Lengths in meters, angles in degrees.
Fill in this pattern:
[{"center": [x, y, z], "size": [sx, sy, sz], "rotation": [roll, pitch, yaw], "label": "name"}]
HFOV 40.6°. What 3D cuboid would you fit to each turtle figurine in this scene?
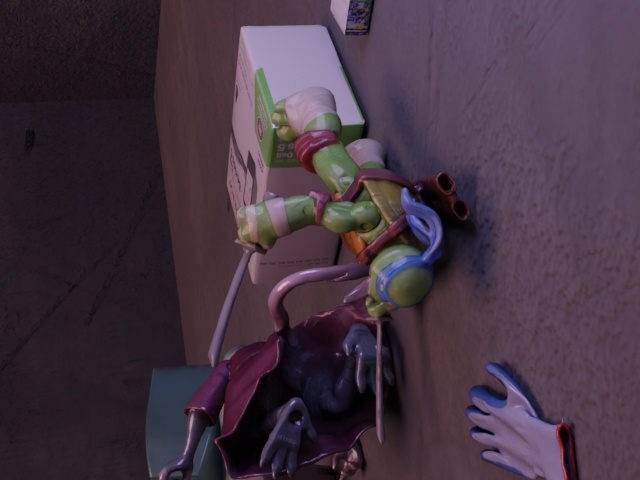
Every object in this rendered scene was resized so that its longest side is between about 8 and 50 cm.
[{"center": [0.000, 0.000, 0.819], "size": [0.266, 0.197, 0.275], "rotation": [-101, 26, -48], "label": "turtle figurine"}]

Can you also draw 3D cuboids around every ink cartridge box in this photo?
[{"center": [0.038, -0.286, 0.929], "size": [0.063, 0.029, 0.115], "rotation": [-111, 23, -47], "label": "ink cartridge box"}, {"center": [-0.042, -0.105, 1.107], "size": [0.273, 0.114, 0.198], "rotation": [102, 158, -45], "label": "ink cartridge box"}]

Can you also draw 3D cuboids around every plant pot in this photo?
[{"center": [-0.259, 0.396, 1.755], "size": [0.166, 0.165, 0.234], "rotation": [73, -165, -44], "label": "plant pot"}]

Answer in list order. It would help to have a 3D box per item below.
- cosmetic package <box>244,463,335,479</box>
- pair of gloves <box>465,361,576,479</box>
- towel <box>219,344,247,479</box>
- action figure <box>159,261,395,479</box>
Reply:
[{"center": [-0.070, 0.430, 1.228], "size": [0.238, 0.127, 0.107], "rotation": [-65, 28, 26], "label": "cosmetic package"}, {"center": [0.152, 0.197, 0.672], "size": [0.159, 0.023, 0.198], "rotation": [178, 87, -74], "label": "pair of gloves"}, {"center": [-0.110, 0.411, 1.572], "size": [0.320, 0.090, 0.375], "rotation": [-150, 56, -68], "label": "towel"}, {"center": [-0.072, 0.171, 1.055], "size": [0.370, 0.248, 0.276], "rotation": [170, 96, -72], "label": "action figure"}]
